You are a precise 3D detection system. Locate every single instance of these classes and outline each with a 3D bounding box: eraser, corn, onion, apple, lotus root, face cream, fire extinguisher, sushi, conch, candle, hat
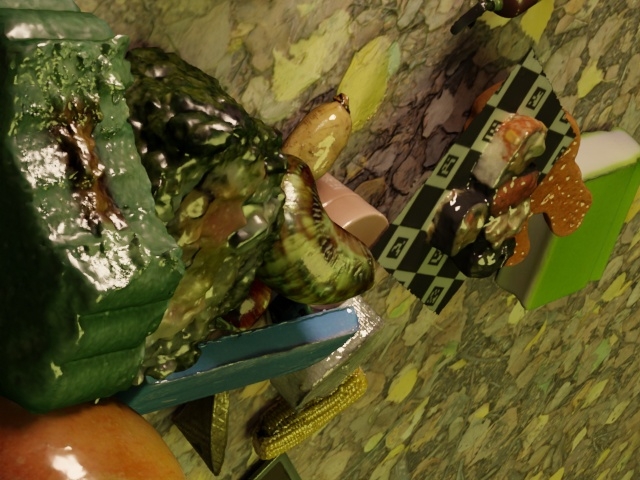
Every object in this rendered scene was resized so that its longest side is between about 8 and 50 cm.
[{"bbox_3d":[-0.108,0.152,2.029,0.312,0.043,0.144,-13,163,-32],"label":"eraser"},{"bbox_3d":[-0.016,0.242,2.360,0.203,0.072,0.072,-35,147,-26],"label":"corn"},{"bbox_3d":[-0.114,0.052,1.956,0.118,0.117,0.119,25,90,-83],"label":"onion"},{"bbox_3d":[-0.291,0.319,1.777,0.305,0.338,0.338,-1,124,-52],"label":"apple"},{"bbox_3d":[-0.009,-0.111,1.973,0.152,0.063,0.072,-55,161,4],"label":"lotus root"},{"bbox_3d":[0.000,0.000,2.066,0.149,0.104,0.149,-36,148,-27],"label":"face cream"},{"bbox_3d":[0.261,-0.332,2.110,0.231,0.071,0.099,-36,175,-25],"label":"fire extinguisher"},{"bbox_3d":[-0.182,-0.010,1.720,0.352,0.178,0.294,-57,153,13],"label":"sushi"},{"bbox_3d":[-0.038,-0.007,1.905,0.124,0.181,0.187,-31,137,-13],"label":"conch"},{"bbox_3d":[0.238,-0.048,2.188,0.339,0.069,0.320,-52,154,-3],"label":"sushi"},{"bbox_3d":[0.019,0.152,2.254,0.168,0.068,0.192,-49,169,18],"label":"candle"},{"bbox_3d":[0.405,-0.036,2.619,0.210,0.092,0.274,-18,137,-39],"label":"eraser"},{"bbox_3d":[-0.163,0.236,2.157,0.146,0.067,0.146,2,90,-84],"label":"hat"}]

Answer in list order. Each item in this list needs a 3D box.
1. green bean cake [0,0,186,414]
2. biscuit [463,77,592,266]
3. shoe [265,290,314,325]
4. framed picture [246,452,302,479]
[{"bbox_3d":[-0.250,-0.043,1.446,0.169,0.308,0.300,-11,133,-52],"label":"green bean cake"},{"bbox_3d":[0.288,-0.104,2.368,0.202,0.047,0.334,-31,137,-7],"label":"biscuit"},{"bbox_3d":[-0.036,0.096,2.160,0.064,0.071,0.143,-46,158,-10],"label":"shoe"},{"bbox_3d":[-0.110,0.449,2.514,0.232,0.019,0.296,-44,151,-13],"label":"framed picture"}]
